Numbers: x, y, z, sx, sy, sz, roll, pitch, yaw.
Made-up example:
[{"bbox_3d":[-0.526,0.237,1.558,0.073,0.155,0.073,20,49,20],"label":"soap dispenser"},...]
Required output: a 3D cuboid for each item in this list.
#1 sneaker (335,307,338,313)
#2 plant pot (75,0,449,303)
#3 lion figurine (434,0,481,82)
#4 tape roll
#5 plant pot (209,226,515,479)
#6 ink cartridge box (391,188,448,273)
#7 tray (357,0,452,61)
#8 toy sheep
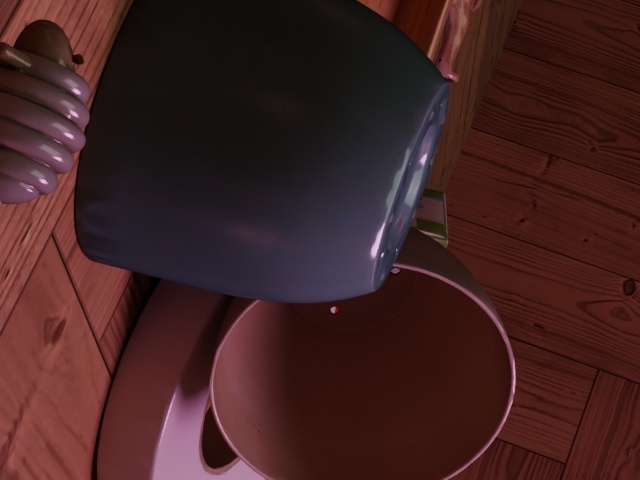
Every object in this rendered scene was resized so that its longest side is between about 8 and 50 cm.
[{"bbox_3d":[-0.017,0.178,2.381,0.118,0.107,0.279,-37,144,-57],"label":"sneaker"},{"bbox_3d":[-0.032,-0.080,1.311,0.293,0.235,0.293,20,90,-81],"label":"plant pot"},{"bbox_3d":[0.122,-0.341,1.978,0.392,0.142,0.240,23,80,-77],"label":"lion figurine"},{"bbox_3d":[-0.099,0.141,1.686,0.392,0.072,0.392,-53,156,-37],"label":"tape roll"},{"bbox_3d":[0.036,0.086,1.545,0.191,0.284,0.284,-93,-165,-57],"label":"plant pot"},{"bbox_3d":[0.114,-0.007,2.320,0.255,0.097,0.188,-86,-171,-56],"label":"ink cartridge box"},{"bbox_3d":[0.044,-0.238,1.671,0.203,0.076,0.410,17,91,-53],"label":"tray"},{"bbox_3d":[-0.181,-0.068,0.939,0.091,0.091,0.132,52,59,-79],"label":"toy sheep"}]
